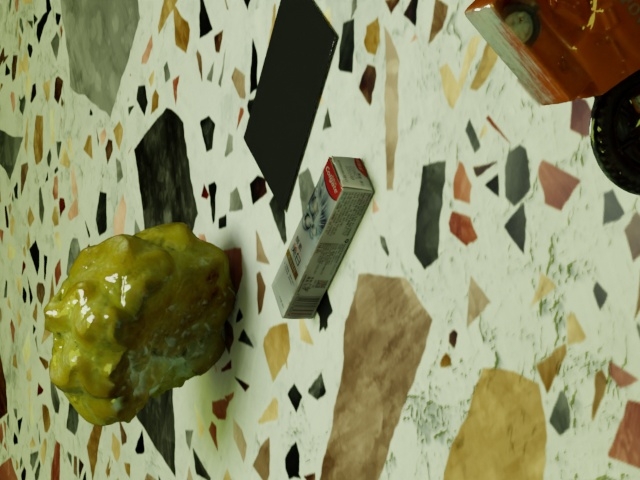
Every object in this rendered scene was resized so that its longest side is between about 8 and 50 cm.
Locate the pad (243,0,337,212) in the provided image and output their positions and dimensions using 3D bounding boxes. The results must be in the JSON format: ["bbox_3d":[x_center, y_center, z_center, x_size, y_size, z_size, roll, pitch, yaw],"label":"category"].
[{"bbox_3d":[-0.040,-0.178,1.888,0.170,0.006,0.245,-119,38,-48],"label":"pad"}]

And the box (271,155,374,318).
[{"bbox_3d":[0.000,0.000,1.762,0.218,0.039,0.055,114,147,-41],"label":"box"}]

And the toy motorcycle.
[{"bbox_3d":[0.198,-0.205,1.099,0.326,0.221,0.148,47,164,-16],"label":"toy motorcycle"}]

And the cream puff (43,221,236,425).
[{"bbox_3d":[-0.246,0.096,2.022,0.185,0.282,0.282,29,120,30],"label":"cream puff"}]
